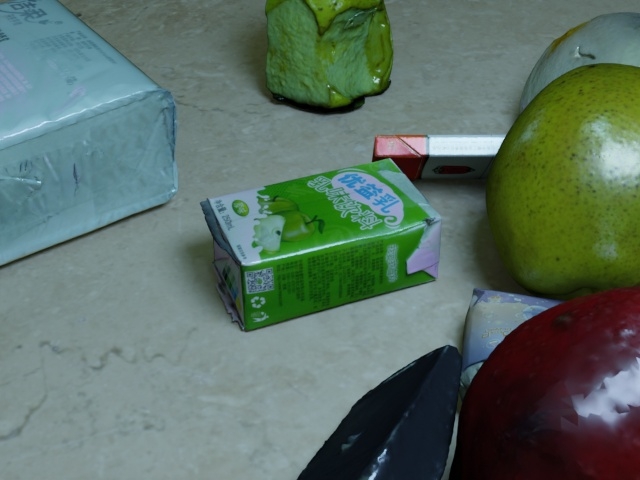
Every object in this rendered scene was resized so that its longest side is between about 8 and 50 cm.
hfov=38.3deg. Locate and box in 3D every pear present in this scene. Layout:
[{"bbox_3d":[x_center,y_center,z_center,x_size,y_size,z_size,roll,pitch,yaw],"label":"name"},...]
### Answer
[{"bbox_3d":[0.033,-0.367,1.511,0.164,0.255,0.238,22,39,30],"label":"pear"},{"bbox_3d":[0.331,-0.062,1.081,0.294,0.294,0.294,-1,37,1],"label":"pear"}]

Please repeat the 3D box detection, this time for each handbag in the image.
[{"bbox_3d":[0.210,0.124,0.992,0.117,0.095,0.173,6,35,11],"label":"handbag"}]

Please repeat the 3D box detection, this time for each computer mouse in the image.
[{"bbox_3d":[0.051,0.215,0.840,0.087,0.168,0.295,47,40,-3],"label":"computer mouse"}]

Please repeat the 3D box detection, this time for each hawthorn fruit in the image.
[{"bbox_3d":[0.229,0.185,0.788,0.307,0.265,0.265,-27,42,-5],"label":"hawthorn fruit"}]

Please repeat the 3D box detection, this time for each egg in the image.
[{"bbox_3d":[0.462,-0.218,1.343,0.337,0.201,0.337,-2,41,1],"label":"egg"}]

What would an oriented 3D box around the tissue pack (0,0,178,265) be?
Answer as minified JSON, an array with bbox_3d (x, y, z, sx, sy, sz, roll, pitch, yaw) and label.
[{"bbox_3d":[-0.437,-0.169,1.304,0.332,0.205,0.405,-23,42,-26],"label":"tissue pack"}]

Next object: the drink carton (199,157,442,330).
[{"bbox_3d":[0.000,0.000,1.147,0.271,0.108,0.161,-15,39,-16],"label":"drink carton"}]

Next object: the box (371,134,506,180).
[{"bbox_3d":[0.194,-0.114,1.279,0.245,0.139,0.035,0,81,0],"label":"box"}]
